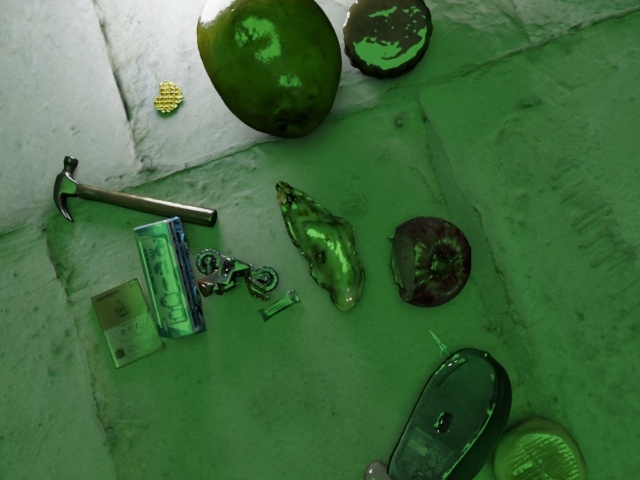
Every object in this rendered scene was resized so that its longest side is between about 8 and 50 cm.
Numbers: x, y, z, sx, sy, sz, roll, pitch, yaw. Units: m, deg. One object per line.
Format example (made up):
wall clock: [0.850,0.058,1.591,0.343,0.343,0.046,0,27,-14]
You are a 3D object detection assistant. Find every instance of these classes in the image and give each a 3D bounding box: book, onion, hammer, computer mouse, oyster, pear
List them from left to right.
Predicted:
book: [-0.491,0.210,1.616,0.138,0.016,0.198,-23,80,2]
hammer: [-0.482,-0.102,1.644,0.440,0.044,0.168,11,82,7]
pear: [-0.117,-0.439,1.504,0.352,0.352,0.413,-34,69,0]
oyster: [-0.001,0.002,1.552,0.166,0.110,0.341,-45,83,4]
onion: [0.266,0.048,1.489,0.201,0.200,0.207,-8,69,4]
computer mouse: [0.296,0.425,1.447,0.203,0.114,0.374,29,81,38]

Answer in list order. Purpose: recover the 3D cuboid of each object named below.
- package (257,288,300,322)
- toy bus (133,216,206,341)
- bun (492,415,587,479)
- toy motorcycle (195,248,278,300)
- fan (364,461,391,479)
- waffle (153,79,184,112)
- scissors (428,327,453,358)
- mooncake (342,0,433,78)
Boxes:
package: [-0.105,0.163,1.584,0.110,0.015,0.037,-31,80,-1]
toy bus: [-0.367,0.094,1.554,0.106,0.131,0.297,-14,90,3]
bun: [0.486,0.494,1.428,0.193,0.128,0.178,-36,80,11]
toy motorcycle: [-0.214,0.100,1.573,0.212,0.084,0.118,16,76,3]
fan: [0.210,0.593,1.450,0.244,0.074,0.130,28,44,19]
waffle: [-0.407,-0.380,1.690,0.078,0.016,0.085,32,87,9]
scissors: [0.287,0.247,1.539,0.036,0.006,0.083,-37,80,1]
mooncake: [0.168,-0.518,1.602,0.228,0.124,0.228,0,87,7]
